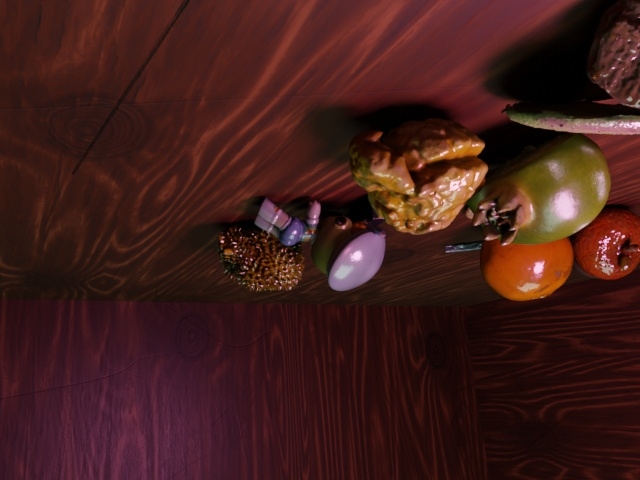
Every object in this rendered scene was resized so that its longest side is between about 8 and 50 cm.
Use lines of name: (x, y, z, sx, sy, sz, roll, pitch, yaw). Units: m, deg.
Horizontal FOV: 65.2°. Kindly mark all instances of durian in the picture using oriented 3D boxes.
durian: (-0.192, 0.052, 1.607, 0.293, 0.257, 0.258, 9, 162, -9)

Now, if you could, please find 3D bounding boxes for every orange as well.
orange: (0.709, 0.061, 1.739, 0.313, 0.311, 0.312, -4, 164, -1)

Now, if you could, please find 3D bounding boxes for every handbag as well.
handbag: (-0.003, -0.046, 1.606, 0.115, 0.072, 0.139, 5, 175, -27)

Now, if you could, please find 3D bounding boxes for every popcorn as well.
popcorn: (0.200, -0.137, 1.023, 0.265, 0.224, 0.332, -17, 159, 38)

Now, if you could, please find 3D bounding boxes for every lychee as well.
lychee: (0.994, 0.009, 1.721, 0.256, 0.254, 0.300, 1, -162, -18)

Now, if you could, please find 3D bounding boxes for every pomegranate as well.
pomegranate: (0.477, -0.082, 1.125, 0.359, 0.216, 0.310, -40, -168, -36)

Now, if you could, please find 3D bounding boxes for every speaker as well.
speaker: (0.132, -0.070, 1.513, 0.044, 0.082, 0.218, 0, 165, -19)

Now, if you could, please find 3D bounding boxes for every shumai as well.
shumai: (0.497, -0.285, 0.784, 0.206, 0.166, 0.175, 18, -166, -6)

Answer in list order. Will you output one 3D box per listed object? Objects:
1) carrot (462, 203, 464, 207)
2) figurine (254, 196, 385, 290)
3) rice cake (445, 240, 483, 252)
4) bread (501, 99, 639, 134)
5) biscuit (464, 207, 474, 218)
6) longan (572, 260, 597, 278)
carrot: (0.318, -0.124, 1.224, 0.060, 0.186, 0.060, 2, 124, 3)
figurine: (-0.011, 0.016, 1.429, 0.382, 0.205, 0.224, 16, 143, 6)
rice cake: (0.605, 0.026, 2.062, 0.180, 0.030, 0.042, -8, 169, 12)
bread: (0.474, -0.217, 0.876, 0.302, 0.045, 0.301, 1, -161, 0)
biscuit: (0.566, -0.103, 1.595, 0.220, 0.033, 0.220, -5, 165, -1)
longan: (1.094, 0.050, 1.939, 0.246, 0.214, 0.246, -18, 157, -8)
